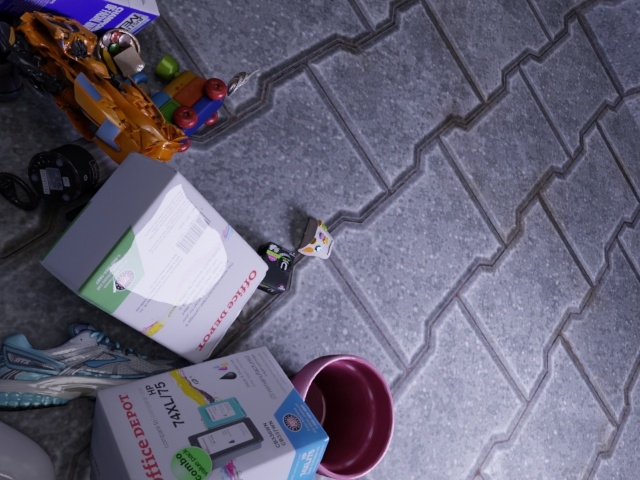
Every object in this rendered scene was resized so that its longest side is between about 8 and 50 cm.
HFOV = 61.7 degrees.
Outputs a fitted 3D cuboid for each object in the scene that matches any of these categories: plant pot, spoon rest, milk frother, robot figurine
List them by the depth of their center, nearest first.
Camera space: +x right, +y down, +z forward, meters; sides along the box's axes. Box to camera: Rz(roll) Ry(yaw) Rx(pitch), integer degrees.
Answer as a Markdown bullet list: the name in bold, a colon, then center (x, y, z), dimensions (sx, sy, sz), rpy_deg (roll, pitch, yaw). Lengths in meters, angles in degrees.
- **spoon rest**: center (-0.471, 0.277, 0.716), dimensions (0.137, 0.084, 0.276), rpy_deg (-31, 108, -14)
- **robot figurine**: center (-0.350, -0.237, 0.833), dimensions (0.291, 0.085, 0.211), rpy_deg (48, 16, -7)
- **milk frother**: center (-0.409, -0.108, 0.846), dimensions (0.143, 0.129, 0.135), rpy_deg (21, 26, 2)
- **plant pot**: center (0.001, 0.308, 0.959), dimensions (0.201, 0.180, 0.202), rpy_deg (9, 74, -31)

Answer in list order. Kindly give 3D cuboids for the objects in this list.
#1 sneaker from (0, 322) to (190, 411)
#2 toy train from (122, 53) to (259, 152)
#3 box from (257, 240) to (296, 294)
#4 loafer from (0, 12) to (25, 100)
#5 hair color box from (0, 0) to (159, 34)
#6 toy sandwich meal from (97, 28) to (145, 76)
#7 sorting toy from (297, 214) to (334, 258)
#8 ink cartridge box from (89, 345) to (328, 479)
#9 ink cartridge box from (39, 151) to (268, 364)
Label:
- **sneaker**: center (-0.335, 0.182, 0.814), dimensions (0.282, 0.110, 0.122), rpy_deg (3, 73, -33)
- **toy train**: center (-0.242, -0.293, 1.000), dimensions (0.143, 0.105, 0.248), rpy_deg (38, 60, -5)
- **box**: center (-0.094, 0.055, 1.034), dimensions (0.062, 0.052, 0.083), rpy_deg (27, 66, -24)
- **loafer**: center (-0.511, -0.376, 0.835), dimensions (0.109, 0.095, 0.303), rpy_deg (-8, 84, -33)
- **hair color box**: center (-0.432, -0.445, 0.828), dimensions (0.338, 0.110, 0.185), rpy_deg (-14, 86, -56)
- **toy sandwich meal**: center (-0.352, -0.330, 0.950), dimensions (0.085, 0.029, 0.086), rpy_deg (-26, 134, -30)
- **sorting toy**: center (0.000, 0.000, 1.124), dimensions (0.075, 0.044, 0.083), rpy_deg (40, 59, -42)
- **ink cartridge box**: center (-0.170, 0.317, 0.784), dimensions (0.270, 0.197, 0.198), rpy_deg (-8, 40, -37)
- **ink cartridge box**: center (-0.230, 0.038, 0.812), dimensions (0.201, 0.117, 0.278), rpy_deg (-55, 144, -15)
